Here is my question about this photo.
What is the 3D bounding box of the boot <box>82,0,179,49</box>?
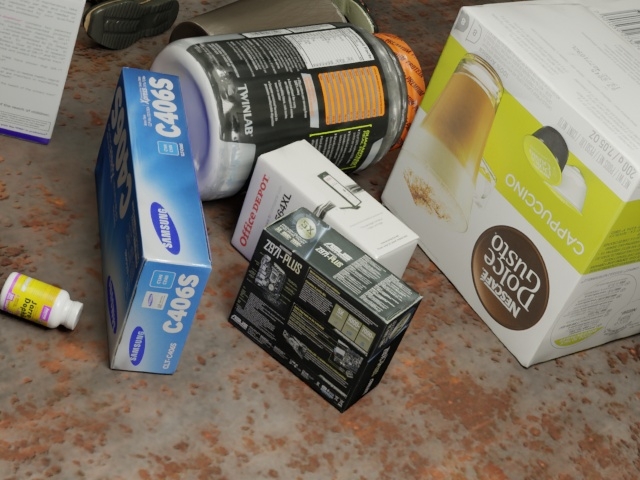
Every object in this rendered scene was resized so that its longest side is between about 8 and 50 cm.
[{"bbox_3d":[-0.320,-0.348,1.832,0.137,0.076,0.198,31,23,18],"label":"boot"}]

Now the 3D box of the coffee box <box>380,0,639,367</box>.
[{"bbox_3d":[0.345,-0.089,1.627,0.338,0.334,0.337,-12,50,-35],"label":"coffee box"}]

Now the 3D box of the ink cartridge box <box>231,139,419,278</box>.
[{"bbox_3d":[0.000,0.000,1.489,0.203,0.148,0.086,41,42,24],"label":"ink cartridge box"}]

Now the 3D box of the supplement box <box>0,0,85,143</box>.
[{"bbox_3d":[-0.365,-0.247,1.544,0.114,0.220,0.111,12,38,-14],"label":"supplement box"}]

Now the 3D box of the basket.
[{"bbox_3d":[-0.093,-0.273,1.788,0.227,0.154,0.204,-19,62,-38],"label":"basket"}]

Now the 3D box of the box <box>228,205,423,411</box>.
[{"bbox_3d":[0.002,0.076,1.394,0.180,0.147,0.077,37,39,19],"label":"box"}]

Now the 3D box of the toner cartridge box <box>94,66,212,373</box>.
[{"bbox_3d":[-0.198,-0.031,1.410,0.075,0.165,0.347,7,39,-19],"label":"toner cartridge box"}]

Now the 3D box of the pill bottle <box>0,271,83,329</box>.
[{"bbox_3d":[-0.300,0.067,1.331,0.083,0.043,0.043,20,36,-3],"label":"pill bottle"}]

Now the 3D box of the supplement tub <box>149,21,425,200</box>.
[{"bbox_3d":[-0.041,-0.176,1.625,0.338,0.207,0.207,-12,49,-34],"label":"supplement tub"}]

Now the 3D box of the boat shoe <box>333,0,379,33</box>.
[{"bbox_3d":[0.064,-0.386,2.093,0.042,0.049,0.133,-13,44,-28],"label":"boat shoe"}]
